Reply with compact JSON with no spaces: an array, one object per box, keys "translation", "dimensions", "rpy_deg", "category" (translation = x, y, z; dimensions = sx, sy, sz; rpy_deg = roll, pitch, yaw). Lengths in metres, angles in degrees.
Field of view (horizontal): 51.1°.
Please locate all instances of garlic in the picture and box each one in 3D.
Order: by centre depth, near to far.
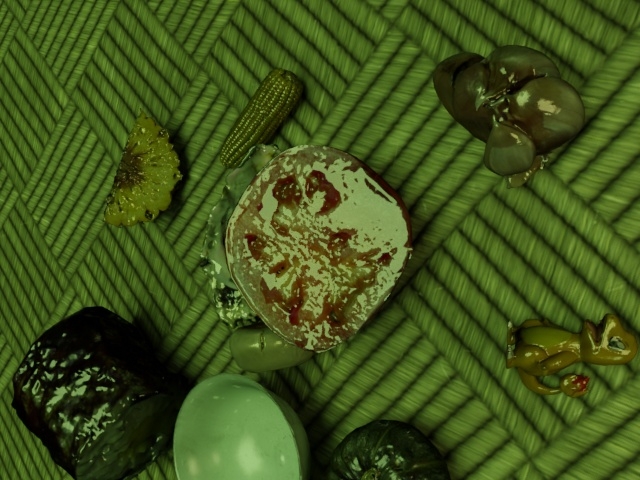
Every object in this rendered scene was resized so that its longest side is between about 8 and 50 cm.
[{"translation":[0.270,-0.204,0.962],"dimensions":[0.160,0.191,0.214],"rpy_deg":[-26,61,7],"category":"garlic"}]

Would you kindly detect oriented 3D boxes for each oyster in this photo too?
[{"translation":[-0.127,-0.006,1.286],"dimensions":[0.201,0.107,0.355],"rpy_deg":[28,96,8],"category":"oyster"}]

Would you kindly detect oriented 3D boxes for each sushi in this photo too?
[{"translation":[-0.458,0.333,1.400],"dimensions":[0.294,0.281,0.299],"rpy_deg":[35,102,25],"category":"sushi"}]

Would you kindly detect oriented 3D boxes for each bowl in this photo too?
[{"translation":[-0.115,0.393,1.233],"dimensions":[0.313,0.146,0.314],"rpy_deg":[-2,87,37],"category":"bowl"}]

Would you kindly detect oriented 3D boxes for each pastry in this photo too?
[{"translation":[-0.087,0.189,1.213],"dimensions":[0.156,0.156,0.092],"rpy_deg":[-18,83,34],"category":"pastry"}]

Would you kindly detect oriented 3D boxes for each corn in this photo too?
[{"translation":[-0.117,-0.230,1.288],"dimensions":[0.231,0.080,0.080],"rpy_deg":[-50,63,29],"category":"corn"}]

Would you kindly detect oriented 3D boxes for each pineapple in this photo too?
[{"translation":[-0.375,-0.136,1.471],"dimensions":[0.164,0.139,0.250],"rpy_deg":[166,121,-75],"category":"pineapple"}]

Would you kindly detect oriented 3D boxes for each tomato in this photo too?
[{"translation":[0.008,0.003,1.141],"dimensions":[0.338,0.143,0.339],"rpy_deg":[1,93,22],"category":"tomato"}]

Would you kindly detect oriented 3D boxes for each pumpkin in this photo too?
[{"translation":[0.105,0.401,1.069],"dimensions":[0.223,0.157,0.224],"rpy_deg":[-11,71,36],"category":"pumpkin"}]

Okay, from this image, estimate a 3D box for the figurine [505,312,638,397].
[{"translation":[0.354,0.167,0.943],"dimensions":[0.176,0.121,0.122],"rpy_deg":[-14,110,25],"category":"figurine"}]
